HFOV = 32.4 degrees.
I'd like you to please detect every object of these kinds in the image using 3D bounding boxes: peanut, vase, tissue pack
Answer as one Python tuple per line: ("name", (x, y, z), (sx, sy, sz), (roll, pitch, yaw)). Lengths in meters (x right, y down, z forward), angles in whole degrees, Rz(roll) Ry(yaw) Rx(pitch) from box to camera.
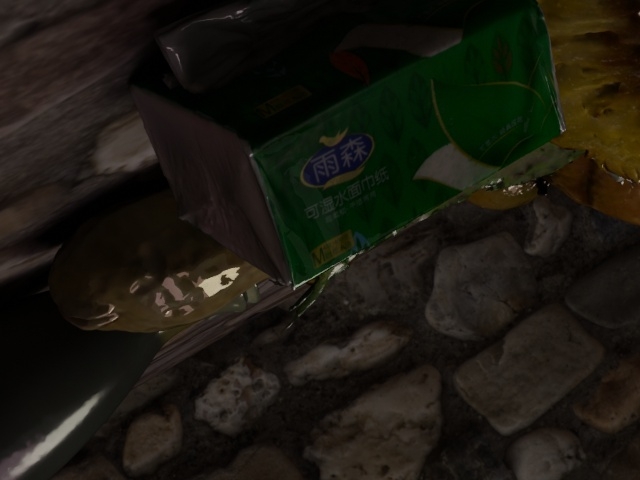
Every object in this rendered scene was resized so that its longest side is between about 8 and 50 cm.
("peanut", (-0.087, -0.008, 0.921), (0.290, 0.130, 0.130), (-24, 172, -18))
("vase", (-0.216, 0.098, 1.006), (0.321, 0.173, 0.173), (-34, 175, -15))
("tissue pack", (0.011, -0.100, 0.652), (0.209, 0.156, 0.148), (-30, -150, -22))

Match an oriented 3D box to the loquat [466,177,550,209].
("loquat", (0.231, -0.124, 1.423), (0.172, 0.149, 0.204), (-51, -151, -3))

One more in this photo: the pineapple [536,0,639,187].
("pineapple", (0.302, -0.143, 0.802), (0.209, 0.344, 0.286), (-59, 151, -25))

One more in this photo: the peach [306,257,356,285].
("peach", (0.002, -0.007, 1.381), (0.151, 0.118, 0.151), (8, 167, 2))

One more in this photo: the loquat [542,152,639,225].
("loquat", (0.328, -0.160, 1.115), (0.284, 0.276, 0.276), (-49, 171, 9))

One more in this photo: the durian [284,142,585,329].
("durian", (0.091, -0.095, 0.843), (0.351, 0.169, 0.158), (-27, 173, -25))
